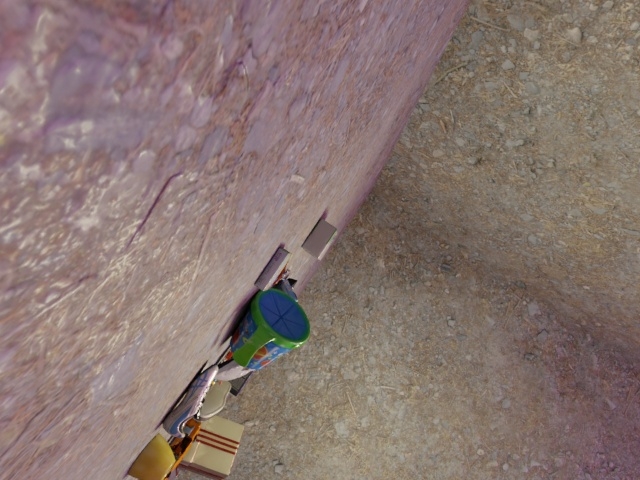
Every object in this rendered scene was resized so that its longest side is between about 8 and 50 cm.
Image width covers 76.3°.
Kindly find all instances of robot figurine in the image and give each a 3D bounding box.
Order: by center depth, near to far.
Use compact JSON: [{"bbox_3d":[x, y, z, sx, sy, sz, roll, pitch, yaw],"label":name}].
[{"bbox_3d":[-0.596,0.865,1.653,0.291,0.085,0.211,-53,174,-40],"label":"robot figurine"}]

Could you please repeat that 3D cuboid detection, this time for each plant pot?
[{"bbox_3d":[-0.514,0.693,1.272,0.134,0.095,0.134,-55,175,-8],"label":"plant pot"}]

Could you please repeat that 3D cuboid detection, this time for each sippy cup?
[{"bbox_3d":[-0.191,0.323,1.422,0.305,0.240,0.224,17,125,-45],"label":"sippy cup"}]

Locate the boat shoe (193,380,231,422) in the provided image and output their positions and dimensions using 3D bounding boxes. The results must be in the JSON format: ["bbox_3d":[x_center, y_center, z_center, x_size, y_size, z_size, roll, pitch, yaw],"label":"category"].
[{"bbox_3d":[-0.446,0.661,1.655,0.091,0.109,0.305,-61,179,5],"label":"boat shoe"}]

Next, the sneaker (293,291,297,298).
[{"bbox_3d":[-0.197,0.406,2.048,0.178,0.123,0.296,-55,-158,34],"label":"sneaker"}]

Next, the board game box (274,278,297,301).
[{"bbox_3d":[-0.185,0.287,1.722,0.212,0.039,0.160,-56,-149,13],"label":"board game box"}]

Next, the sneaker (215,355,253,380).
[{"bbox_3d":[-0.308,0.438,1.602,0.268,0.153,0.101,-18,142,-18],"label":"sneaker"}]

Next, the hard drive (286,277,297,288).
[{"bbox_3d":[-0.207,0.293,1.908,0.255,0.054,0.172,-57,175,12],"label":"hard drive"}]

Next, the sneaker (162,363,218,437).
[{"bbox_3d":[-0.393,0.502,1.285,0.237,0.086,0.085,-56,174,-21],"label":"sneaker"}]

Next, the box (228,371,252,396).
[{"bbox_3d":[-0.416,0.694,2.165,0.207,0.108,0.153,-57,176,5],"label":"box"}]

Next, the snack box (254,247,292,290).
[{"bbox_3d":[-0.146,0.091,1.291,0.141,0.037,0.100,-56,174,-1],"label":"snack box"}]

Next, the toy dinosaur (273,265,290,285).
[{"bbox_3d":[-0.158,0.134,1.581,0.082,0.047,0.090,-37,129,-49],"label":"toy dinosaur"}]

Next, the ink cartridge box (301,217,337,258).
[{"bbox_3d":[0.000,0.000,1.821,0.154,0.093,0.212,-57,177,-4],"label":"ink cartridge box"}]

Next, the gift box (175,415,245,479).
[{"bbox_3d":[-0.532,0.968,1.893,0.255,0.258,0.277,-58,-171,43],"label":"gift box"}]

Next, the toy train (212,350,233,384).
[{"bbox_3d":[-0.389,0.520,1.656,0.166,0.046,0.125,-59,174,20],"label":"toy train"}]
